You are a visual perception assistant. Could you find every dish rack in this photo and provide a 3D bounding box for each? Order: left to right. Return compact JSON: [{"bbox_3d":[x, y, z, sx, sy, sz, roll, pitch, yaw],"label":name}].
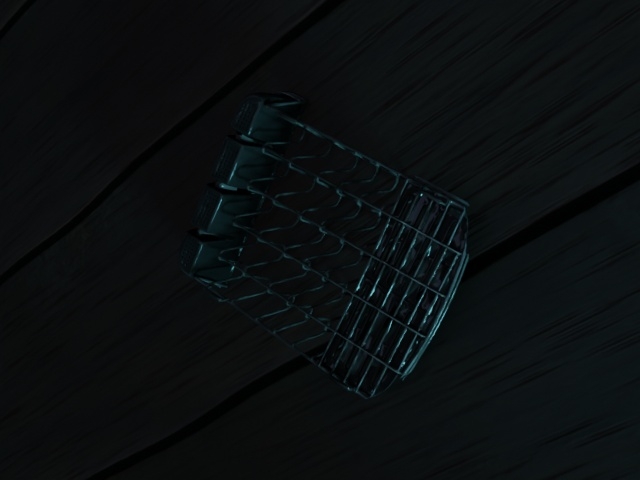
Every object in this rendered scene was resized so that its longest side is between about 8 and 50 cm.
[{"bbox_3d":[0.000,0.000,0.664,0.272,0.074,0.208,31,106,26],"label":"dish rack"}]
